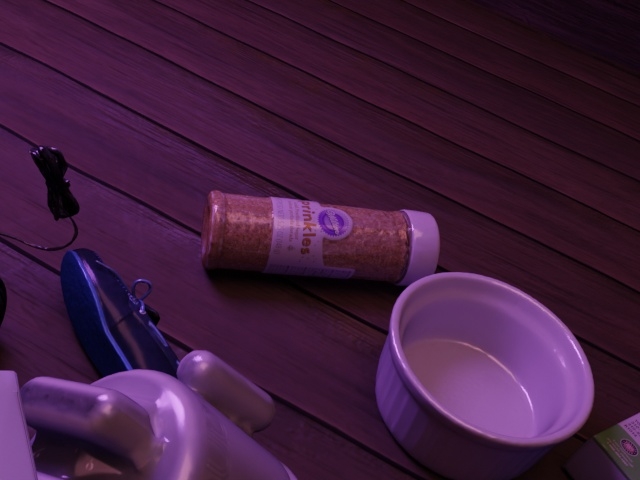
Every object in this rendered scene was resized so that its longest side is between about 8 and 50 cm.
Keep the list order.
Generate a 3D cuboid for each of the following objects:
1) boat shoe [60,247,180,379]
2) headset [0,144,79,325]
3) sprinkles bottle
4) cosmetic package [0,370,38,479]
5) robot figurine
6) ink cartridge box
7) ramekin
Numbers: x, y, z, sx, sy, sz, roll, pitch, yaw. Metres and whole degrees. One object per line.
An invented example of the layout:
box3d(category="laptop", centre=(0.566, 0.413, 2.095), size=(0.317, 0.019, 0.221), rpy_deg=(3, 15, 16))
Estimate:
box3d(category="boat shoe", centre=(-0.245, 0.119, 0.911), size=(0.089, 0.109, 0.258), rpy_deg=(-16, 68, -43))
box3d(category="headset", centre=(-0.468, 0.029, 0.842), size=(0.394, 0.185, 0.243), rpy_deg=(-32, 61, -30))
box3d(category="sprinkles bottle", centre=(0.000, 0.000, 1.104), size=(0.355, 0.121, 0.121), rpy_deg=(5, 42, -15))
box3d(category="cosmetic package", centre=(-0.287, 0.309, 0.454), size=(0.097, 0.377, 0.284), rpy_deg=(13, 34, -46))
box3d(category="robot figurine", centre=(-0.132, 0.251, 0.638), size=(0.200, 0.353, 0.300), rpy_deg=(5, 57, 36))
box3d(category="ink cartridge box", centre=(0.465, 0.311, 0.959), size=(0.219, 0.092, 0.160), rpy_deg=(-13, 50, -31))
box3d(category="ramekin", centre=(0.207, 0.187, 0.965), size=(0.277, 0.135, 0.277), rpy_deg=(10, 41, -9))
